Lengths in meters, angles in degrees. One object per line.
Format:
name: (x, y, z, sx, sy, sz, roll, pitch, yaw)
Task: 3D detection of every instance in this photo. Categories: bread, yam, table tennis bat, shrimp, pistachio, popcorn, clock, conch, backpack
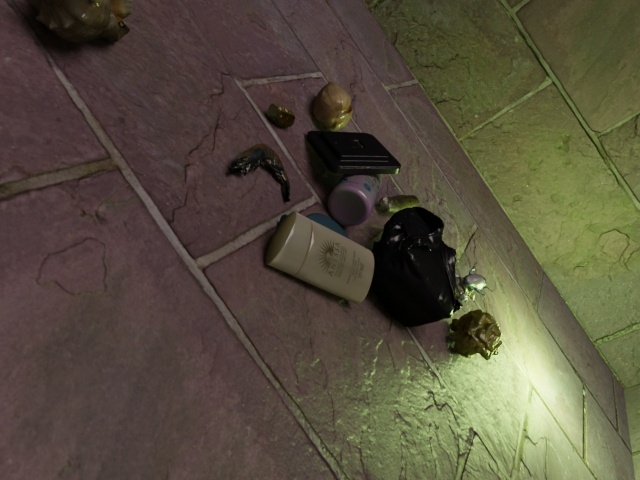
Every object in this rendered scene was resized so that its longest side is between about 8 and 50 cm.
bread: (-0.129, -0.420, 1.839, 0.110, 0.060, 0.066, 3, 72, -57)
yam: (0.321, -0.149, 2.211, 0.071, 0.067, 0.317, 51, 27, 17)
table tennis bat: (0.000, 0.000, 1.650, 0.329, 0.044, 0.215, 26, 46, -43)
shrimp: (-0.161, -0.187, 1.588, 0.198, 0.051, 0.262, 55, 28, -4)
pistachio: (0.047, -0.523, 2.110, 0.157, 0.157, 0.229, 37, 30, -30)
popcorn: (0.571, 0.348, 2.012, 0.185, 0.187, 0.167, -98, 177, -49)
clock: (0.116, -0.320, 1.912, 0.273, 0.049, 0.279, -4, 37, -24)
conch: (-0.548, -0.584, 1.263, 0.186, 0.263, 0.324, 25, 2, -10)
backpack: (0.329, 0.064, 1.859, 0.363, 0.255, 0.445, 50, 28, -23)

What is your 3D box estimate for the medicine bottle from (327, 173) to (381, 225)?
medicine bottle: (0.126, -0.166, 1.870, 0.152, 0.152, 0.254, 49, 33, -12)

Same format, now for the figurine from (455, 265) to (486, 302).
figurine: (0.585, 0.190, 2.212, 0.208, 0.184, 0.128, 80, -7, -69)

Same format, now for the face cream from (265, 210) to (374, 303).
face cream: (0.006, 0.047, 1.535, 0.348, 0.081, 0.173, 28, 68, -35)
